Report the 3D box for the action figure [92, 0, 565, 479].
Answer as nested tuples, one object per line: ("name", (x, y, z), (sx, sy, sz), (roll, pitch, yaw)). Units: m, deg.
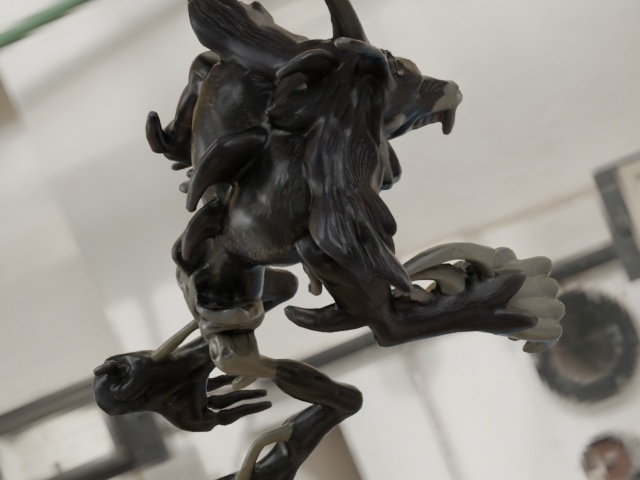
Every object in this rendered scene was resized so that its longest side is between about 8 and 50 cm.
("action figure", (0.000, 0.000, 0.688), (0.141, 0.164, 0.275), (-16, -34, -32))
